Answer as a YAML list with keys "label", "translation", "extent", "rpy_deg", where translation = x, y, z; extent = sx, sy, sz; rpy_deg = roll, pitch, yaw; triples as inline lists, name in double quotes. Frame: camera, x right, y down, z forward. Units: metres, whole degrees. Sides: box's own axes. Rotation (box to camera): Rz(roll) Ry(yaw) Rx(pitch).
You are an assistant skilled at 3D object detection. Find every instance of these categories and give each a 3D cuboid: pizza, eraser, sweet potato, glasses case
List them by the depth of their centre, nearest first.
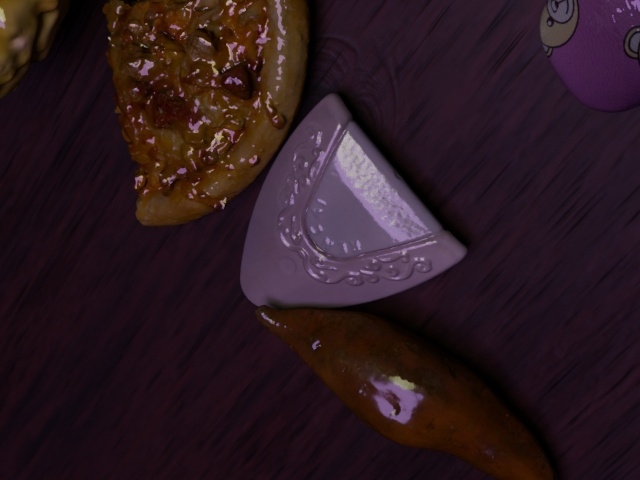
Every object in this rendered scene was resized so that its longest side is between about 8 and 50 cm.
- label: "glasses case"
  translation: [0.321, -0.208, 0.981]
  extent: [0.316, 0.076, 0.123]
  rpy_deg: [-27, 98, 33]
- label: "pizza"
  translation: [-0.133, -0.154, 1.229]
  extent: [0.226, 0.086, 0.335]
  rpy_deg: [38, 125, 4]
- label: "sweet potato"
  translation: [0.091, 0.151, 1.244]
  extent: [0.359, 0.112, 0.112]
  rpy_deg: [28, 122, 9]
- label: "eraser"
  translation: [0.000, 0.001, 1.247]
  extent: [0.204, 0.059, 0.243]
  rpy_deg: [49, 125, -1]

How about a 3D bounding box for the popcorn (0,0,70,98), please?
- label: "popcorn"
  translation: [-0.423, -0.303, 1.168]
  extent: [0.390, 0.354, 0.344]
  rpy_deg: [18, 103, -30]
